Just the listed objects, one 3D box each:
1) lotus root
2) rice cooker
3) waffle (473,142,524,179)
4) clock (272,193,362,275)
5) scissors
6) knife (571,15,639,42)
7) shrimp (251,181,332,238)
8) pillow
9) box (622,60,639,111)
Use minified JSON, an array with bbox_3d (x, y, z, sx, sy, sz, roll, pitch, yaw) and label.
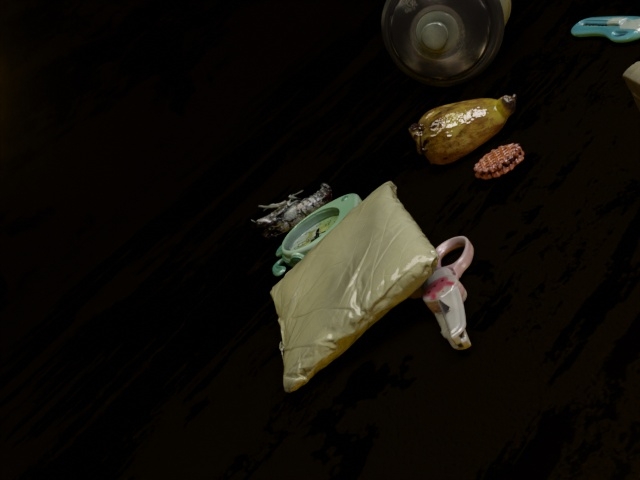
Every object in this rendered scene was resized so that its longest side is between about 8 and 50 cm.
[{"bbox_3d":[0.255,-0.199,1.271,0.190,0.094,0.108,-19,58,15],"label":"lotus root"},{"bbox_3d":[0.283,-0.494,1.614,0.316,0.264,0.317,25,-90,-84],"label":"rice cooker"},{"bbox_3d":[0.281,-0.125,1.152,0.075,0.029,0.083,-41,19,-21],"label":"waffle"},{"bbox_3d":[-0.001,-0.001,1.267,0.188,0.060,0.148,-28,23,20],"label":"clock"},{"bbox_3d":[0.159,0.068,0.928,0.118,0.030,0.242,-33,18,12],"label":"scissors"},{"bbox_3d":[0.528,-0.391,1.337,0.064,0.031,0.222,-39,21,2],"label":"knife"},{"bbox_3d":[-0.051,-0.064,1.450,0.174,0.082,0.076,-31,16,-9],"label":"shrimp"},{"bbox_3d":[0.039,0.059,1.053,0.274,0.076,0.281,-44,22,12],"label":"pillow"},{"bbox_3d":[0.448,-0.130,0.745,0.149,0.155,0.231,-31,21,11],"label":"box"}]
